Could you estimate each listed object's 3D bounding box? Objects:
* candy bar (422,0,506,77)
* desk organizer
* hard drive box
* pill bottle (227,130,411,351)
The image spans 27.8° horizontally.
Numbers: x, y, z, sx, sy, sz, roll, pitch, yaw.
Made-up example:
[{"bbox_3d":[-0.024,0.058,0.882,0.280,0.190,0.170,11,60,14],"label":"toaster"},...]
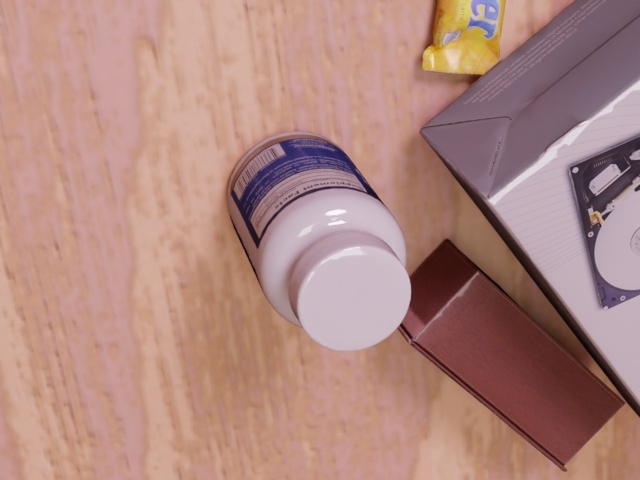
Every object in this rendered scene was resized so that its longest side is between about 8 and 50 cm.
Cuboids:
[{"bbox_3d":[0.077,-0.154,0.592,0.040,0.018,0.161,0,114,-16],"label":"candy bar"},{"bbox_3d":[0.097,0.061,0.680,0.130,0.047,0.050,40,96,-27],"label":"desk organizer"},{"bbox_3d":[0.191,-0.018,0.640,0.181,0.089,0.232,-40,121,4],"label":"hard drive box"},{"bbox_3d":[0.000,0.000,0.582,0.067,0.120,0.067,-6,116,-13],"label":"pill bottle"}]
